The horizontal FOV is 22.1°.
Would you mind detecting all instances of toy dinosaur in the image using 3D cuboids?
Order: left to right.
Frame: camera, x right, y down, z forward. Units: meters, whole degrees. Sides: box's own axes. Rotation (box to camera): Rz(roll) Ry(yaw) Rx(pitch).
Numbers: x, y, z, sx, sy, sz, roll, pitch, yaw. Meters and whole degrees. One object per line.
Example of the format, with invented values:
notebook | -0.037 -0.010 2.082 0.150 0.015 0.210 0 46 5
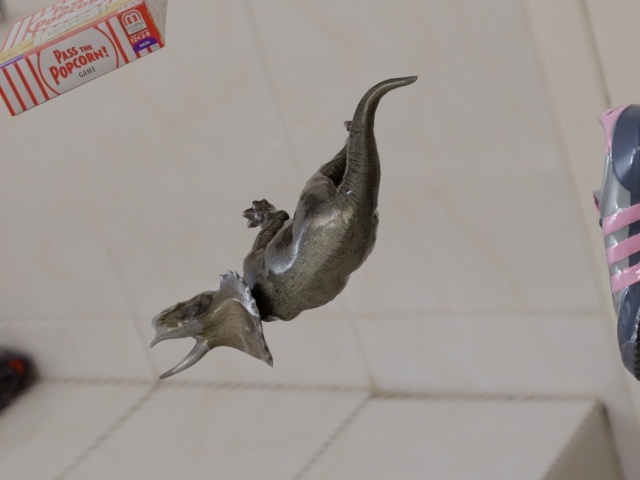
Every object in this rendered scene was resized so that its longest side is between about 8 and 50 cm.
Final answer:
toy dinosaur | 0.000 0.000 1.357 0.313 0.121 0.160 -40 24 28

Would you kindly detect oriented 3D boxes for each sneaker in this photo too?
sneaker | 0.361 -0.002 1.829 0.112 0.319 0.131 -11 25 -31

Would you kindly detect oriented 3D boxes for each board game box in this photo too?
board game box | -0.211 -0.184 1.464 0.146 0.045 0.193 -24 20 4
